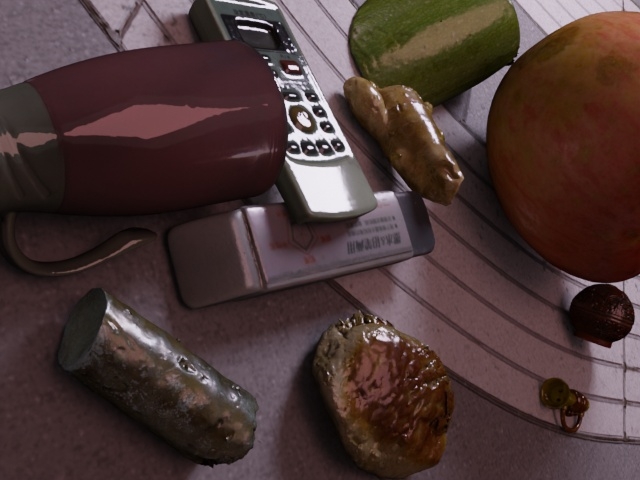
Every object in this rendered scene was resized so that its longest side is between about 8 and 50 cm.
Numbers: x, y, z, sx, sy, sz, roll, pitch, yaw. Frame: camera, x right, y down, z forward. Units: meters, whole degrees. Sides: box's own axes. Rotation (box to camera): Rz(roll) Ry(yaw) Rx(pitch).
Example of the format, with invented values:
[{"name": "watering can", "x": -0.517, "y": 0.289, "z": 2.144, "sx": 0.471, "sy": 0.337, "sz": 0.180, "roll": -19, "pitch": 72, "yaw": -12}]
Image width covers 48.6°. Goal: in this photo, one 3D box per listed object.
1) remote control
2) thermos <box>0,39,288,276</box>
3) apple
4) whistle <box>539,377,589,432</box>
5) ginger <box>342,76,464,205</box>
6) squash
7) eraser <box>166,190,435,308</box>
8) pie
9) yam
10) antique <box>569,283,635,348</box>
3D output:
[{"name": "remote control", "x": -0.036, "y": -0.144, "z": 0.760, "sx": 0.123, "sy": 0.038, "sz": 0.285, "roll": -10, "pitch": 67, "yaw": -46}, {"name": "thermos", "x": -0.171, "y": -0.070, "z": 0.584, "sx": 0.265, "sy": 0.146, "sz": 0.176, "roll": -18, "pitch": 113, "yaw": -38}, {"name": "apple", "x": 0.410, "y": -0.140, "z": 1.019, "sx": 0.364, "sy": 0.364, "sz": 0.364, "roll": 19, "pitch": 62, "yaw": -39}, {"name": "whistle", "x": 0.370, "y": 0.245, "z": 1.046, "sx": 0.109, "sy": 0.046, "sz": 0.057, "roll": 32, "pitch": 39, "yaw": -39}, {"name": "ginger", "x": 0.116, "y": -0.133, "z": 0.915, "sx": 0.205, "sy": 0.081, "sz": 0.115, "roll": 54, "pitch": 19, "yaw": 8}, {"name": "squash", "x": 0.146, "y": -0.289, "z": 1.054, "sx": 0.260, "sy": 0.189, "sz": 0.189, "roll": -29, "pitch": 96, "yaw": -10}, {"name": "eraser", "x": 0.000, "y": 0.000, "z": 0.767, "sx": 0.352, "sy": 0.061, "sz": 0.089, "roll": -9, "pitch": 79, "yaw": -46}, {"name": "pie", "x": 0.070, "y": 0.169, "z": 0.759, "sx": 0.193, "sy": 0.079, "sz": 0.163, "roll": 36, "pitch": 56, "yaw": -29}, {"name": "yam", "x": -0.130, "y": 0.117, "z": 0.582, "sx": 0.179, "sy": 0.078, "sz": 0.078, "roll": 44, "pitch": 48, "yaw": -24}, {"name": "antique", "x": 0.448, "y": 0.116, "z": 1.131, "sx": 0.104, "sy": 0.104, "sz": 0.104, "roll": 19, "pitch": 62, "yaw": -39}]
